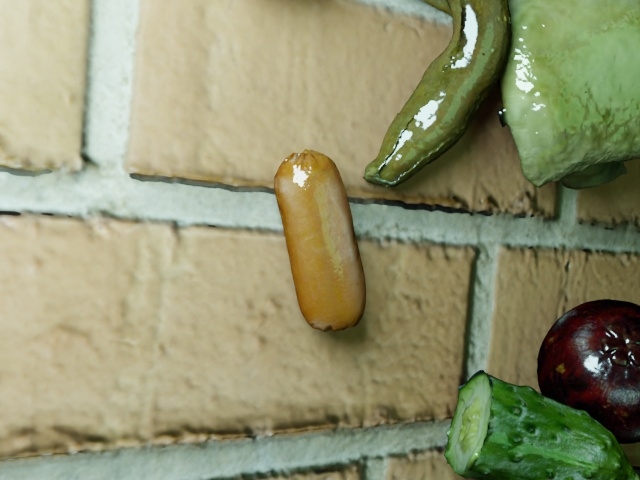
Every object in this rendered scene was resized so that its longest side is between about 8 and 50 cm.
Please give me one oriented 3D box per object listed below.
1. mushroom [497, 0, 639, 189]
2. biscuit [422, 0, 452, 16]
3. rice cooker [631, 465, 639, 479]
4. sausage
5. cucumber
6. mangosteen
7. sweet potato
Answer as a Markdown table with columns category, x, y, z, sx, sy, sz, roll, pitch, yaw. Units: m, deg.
| category | x | y | z | sx | sy | sz | roll | pitch | yaw |
| --- | --- | --- | --- | --- | --- | --- | --- | --- | --- |
| mushroom | 0.338 | -0.192 | 1.071 | 0.217 | 0.212 | 0.292 | -30 | 120 | -50 |
| biscuit | 0.163 | -0.306 | 1.047 | 0.147 | 0.018 | 0.071 | 14 | 89 | -37 |
| rice cooker | 0.478 | 0.454 | 1.207 | 0.316 | 0.264 | 0.317 | 7 | 90 | -77 |
| sausage | 0.000 | 0.000 | 0.923 | 0.076 | 0.076 | 0.198 | -20 | 105 | -33 |
| cucumber | 0.283 | 0.257 | 1.062 | 0.244 | 0.134 | 0.134 | 20 | 81 | -7 |
| mangosteen | 0.389 | 0.178 | 1.160 | 0.209 | 0.210 | 0.210 | -4 | 97 | -36 |
| sweet potato | 0.139 | -0.182 | 1.005 | 0.112 | 0.085 | 0.286 | 32 | 89 | -15 |
